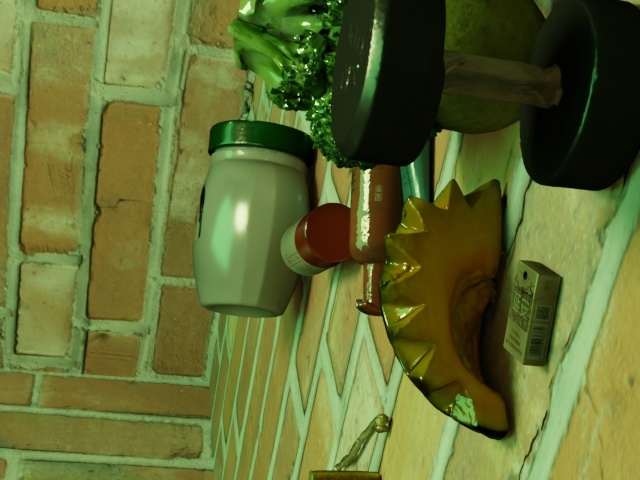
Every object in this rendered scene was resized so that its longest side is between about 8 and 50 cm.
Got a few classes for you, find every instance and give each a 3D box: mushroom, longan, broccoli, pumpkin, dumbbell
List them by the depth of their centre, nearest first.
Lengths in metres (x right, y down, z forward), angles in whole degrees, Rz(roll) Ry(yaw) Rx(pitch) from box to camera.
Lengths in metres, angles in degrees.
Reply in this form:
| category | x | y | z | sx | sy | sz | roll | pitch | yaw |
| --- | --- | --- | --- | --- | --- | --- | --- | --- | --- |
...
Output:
| category | x | y | z | sx | sy | sz | roll | pitch | yaw |
| --- | --- | --- | --- | --- | --- | --- | --- | --- | --- |
| dumbbell | 0.127 | -0.123 | 0.858 | 0.152 | 0.218 | 0.153 | -173 | 90 | -79 |
| longan | 0.141 | -0.180 | 1.005 | 0.155 | 0.145 | 0.176 | 68 | -136 | -71 |
| pumpkin | 0.107 | 0.074 | 1.109 | 0.149 | 0.130 | 0.254 | 125 | 147 | -68 |
| broccoli | 0.042 | -0.222 | 1.175 | 0.308 | 0.275 | 0.308 | 13 | -90 | -77 |
| mushroom | 0.057 | 0.285 | 1.570 | 0.026 | 0.028 | 0.286 | 49 | 157 | 10 |

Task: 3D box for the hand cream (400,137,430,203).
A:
| category | x | y | z | sx | sy | sz | roll | pitch | yaw |
| --- | --- | --- | --- | --- | --- | --- | --- | --- | --- |
| hand cream | 0.117 | -0.073 | 1.386 | 0.083 | 0.048 | 0.224 | 151 | 118 | -78 |

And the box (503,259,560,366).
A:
| category | x | y | z | sx | sy | sz | roll | pitch | yaw |
| --- | --- | --- | --- | --- | --- | --- | --- | --- | --- |
| box | 0.185 | 0.063 | 0.981 | 0.053 | 0.024 | 0.083 | -130 | 45 | -75 |

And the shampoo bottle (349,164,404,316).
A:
| category | x | y | z | sx | sy | sz | roll | pitch | yaw |
| --- | --- | --- | --- | --- | --- | --- | --- | --- | --- |
| shampoo bottle | 0.076 | -0.024 | 1.442 | 0.085 | 0.085 | 0.244 | 136 | 139 | -74 |

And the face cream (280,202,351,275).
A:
| category | x | y | z | sx | sy | sz | roll | pitch | yaw |
| --- | --- | --- | --- | --- | --- | --- | --- | --- | --- |
| face cream | 0.000 | 0.000 | 1.797 | 0.214 | 0.095 | 0.096 | 149 | 125 | -76 |

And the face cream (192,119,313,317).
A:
| category | x | y | z | sx | sy | sz | roll | pitch | yaw |
| --- | --- | --- | --- | --- | --- | --- | --- | --- | --- |
| face cream | -0.131 | -0.037 | 2.175 | 0.312 | 0.219 | 0.357 | 136 | 142 | -76 |

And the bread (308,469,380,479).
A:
| category | x | y | z | sx | sy | sz | roll | pitch | yaw |
| --- | --- | --- | --- | --- | --- | --- | --- | --- | --- |
| bread | 0.030 | 0.350 | 1.477 | 0.035 | 0.094 | 0.090 | -168 | 81 | -80 |
